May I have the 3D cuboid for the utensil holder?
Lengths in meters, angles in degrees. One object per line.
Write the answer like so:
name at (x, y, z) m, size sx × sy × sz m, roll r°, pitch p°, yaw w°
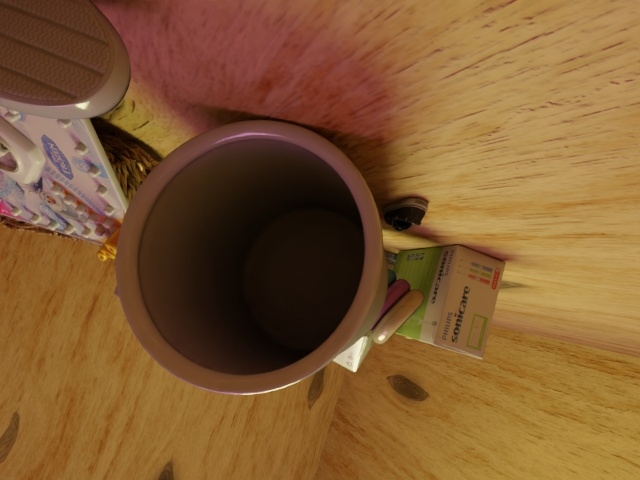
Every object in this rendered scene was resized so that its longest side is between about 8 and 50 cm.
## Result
utensil holder at (-0.056, 0.041, 0.698) m, size 0.328 × 0.327 × 0.385 m, roll 15°, pitch 174°, yaw 13°

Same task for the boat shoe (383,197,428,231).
boat shoe at (0.133, -0.037, 0.733) m, size 0.049 × 0.040 × 0.142 m, roll 18°, pitch 171°, yaw -6°

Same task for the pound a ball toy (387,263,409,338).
pound a ball toy at (0.161, 0.154, 1.347) m, size 0.320 × 0.207 × 0.136 m, roll 16°, pitch 172°, yaw 15°

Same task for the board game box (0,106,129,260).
board game box at (-0.487, -0.134, 0.664) m, size 0.391 × 0.050 × 0.389 m, roll 15°, pitch 140°, yaw 14°

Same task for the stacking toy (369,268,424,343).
stacking toy at (0.052, 0.060, 0.944) m, size 0.330 × 0.141 × 0.141 m, roll 42°, pitch 178°, yaw 16°

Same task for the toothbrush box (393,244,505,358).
toothbrush box at (0.259, 0.131, 1.007) m, size 0.122 × 0.206 × 0.283 m, roll 19°, pitch 171°, yaw -12°

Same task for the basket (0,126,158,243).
basket at (-0.470, -0.134, 0.903) m, size 0.300 × 0.213 × 0.223 m, roll 9°, pitch -157°, yaw 17°

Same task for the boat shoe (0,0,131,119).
boat shoe at (-0.303, -0.188, 0.411) m, size 0.336 × 0.121 × 0.119 m, roll 26°, pitch 170°, yaw 12°

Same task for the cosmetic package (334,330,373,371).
cosmetic package at (-0.013, 0.168, 1.248) m, size 0.385 × 0.217 × 0.156 m, roll 24°, pitch 129°, yaw 17°

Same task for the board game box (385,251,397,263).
board game box at (0.192, 0.050, 1.248) m, size 0.090 × 0.019 × 0.090 m, roll 12°, pitch 170°, yaw 28°

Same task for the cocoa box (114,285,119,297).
cocoa box at (-0.414, 0.047, 1.329) m, size 0.228 × 0.346 × 0.232 m, roll 24°, pitch 170°, yaw -41°
